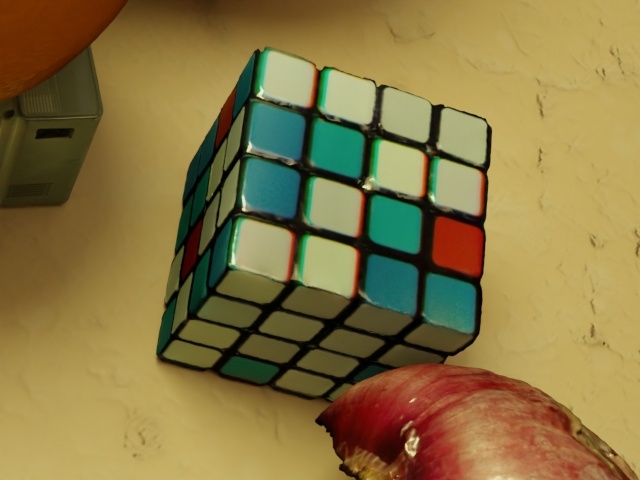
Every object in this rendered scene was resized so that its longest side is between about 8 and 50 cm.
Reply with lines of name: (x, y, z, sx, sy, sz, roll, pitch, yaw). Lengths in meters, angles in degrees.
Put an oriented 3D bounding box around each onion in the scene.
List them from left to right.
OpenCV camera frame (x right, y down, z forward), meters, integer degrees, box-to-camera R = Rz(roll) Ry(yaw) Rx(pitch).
onion: (0.128, 0.171, 0.664, 0.120, 0.227, 0.283, -40, 128, -6)

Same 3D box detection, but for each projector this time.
projector: (-0.184, -0.110, 0.728, 0.061, 0.115, 0.147, -5, 67, -24)

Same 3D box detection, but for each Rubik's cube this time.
Rubik's cube: (0.000, 0.000, 0.728, 0.155, 0.154, 0.151, 17, 59, -15)

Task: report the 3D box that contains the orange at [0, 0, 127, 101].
orange: (-0.215, -0.200, 0.534, 0.312, 0.312, 0.312, 10, 61, -19)
